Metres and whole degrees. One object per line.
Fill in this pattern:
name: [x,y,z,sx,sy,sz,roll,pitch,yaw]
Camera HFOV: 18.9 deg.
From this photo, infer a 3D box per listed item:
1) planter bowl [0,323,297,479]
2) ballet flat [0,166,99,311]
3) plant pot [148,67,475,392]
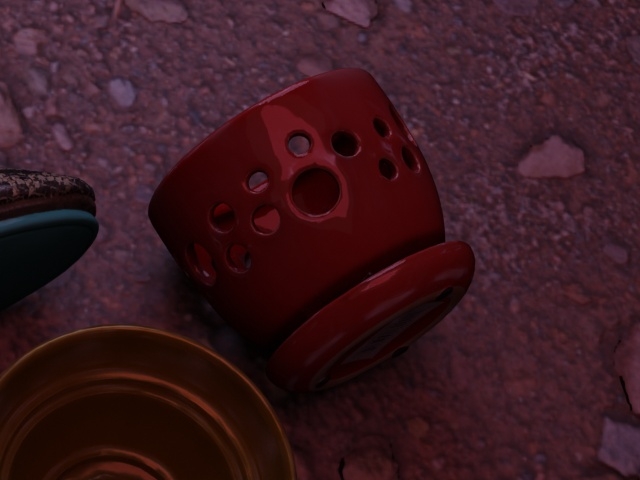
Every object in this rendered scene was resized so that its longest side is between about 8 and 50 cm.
planter bowl: [-0.131,0.171,1.263,0.217,0.090,0.217,8,58,-13]
ballet flat: [-0.370,0.048,1.225,0.483,0.164,0.182,-37,75,-28]
plant pot: [0.000,0.000,1.349,0.191,0.191,0.174,-24,73,-28]
